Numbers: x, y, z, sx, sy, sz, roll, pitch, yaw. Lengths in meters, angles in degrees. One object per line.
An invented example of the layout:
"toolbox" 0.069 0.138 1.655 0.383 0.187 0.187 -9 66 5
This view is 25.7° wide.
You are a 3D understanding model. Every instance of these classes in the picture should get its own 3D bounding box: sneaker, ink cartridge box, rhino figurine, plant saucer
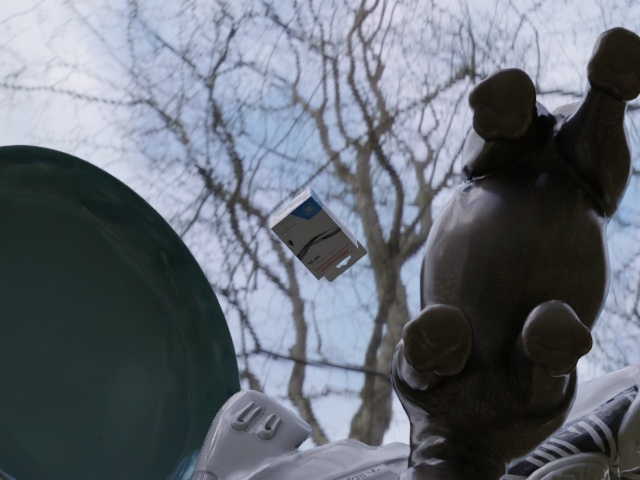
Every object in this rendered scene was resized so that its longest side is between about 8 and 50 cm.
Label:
"sneaker" 0.056 0.154 0.883 0.210 0.366 0.137 36 -31 37
"ink cartridge box" 0.000 0.000 1.248 0.048 0.028 0.083 -39 -72 12
"rhino figurine" 0.063 0.044 0.527 0.073 0.106 0.243 17 -103 7
"plant saucer" -0.189 0.075 1.076 0.044 0.317 0.317 -31 -74 34
